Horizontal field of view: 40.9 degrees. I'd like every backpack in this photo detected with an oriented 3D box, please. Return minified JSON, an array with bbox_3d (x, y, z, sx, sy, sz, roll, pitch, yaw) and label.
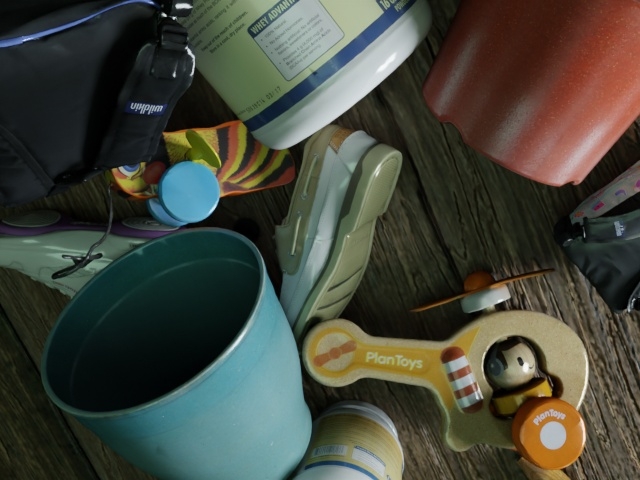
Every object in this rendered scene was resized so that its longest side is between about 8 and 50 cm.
[{"bbox_3d":[0.372,-0.021,0.977,0.182,0.115,0.152,-39,110,18],"label":"backpack"},{"bbox_3d":[-0.274,-0.159,0.821,0.276,0.263,0.213,-18,64,-17],"label":"backpack"}]

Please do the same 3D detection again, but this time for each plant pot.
[{"bbox_3d":[-0.139,0.167,1.012,0.271,0.272,0.255,-16,129,14],"label":"plant pot"},{"bbox_3d":[0.250,-0.217,0.867,0.272,0.272,0.265,29,119,-1],"label":"plant pot"}]

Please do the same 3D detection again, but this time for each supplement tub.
[{"bbox_3d":[0.032,0.307,1.101,0.144,0.200,0.144,3,109,9],"label":"supplement tub"},{"bbox_3d":[-0.065,-0.283,0.887,0.235,0.235,0.325,-35,104,19],"label":"supplement tub"}]

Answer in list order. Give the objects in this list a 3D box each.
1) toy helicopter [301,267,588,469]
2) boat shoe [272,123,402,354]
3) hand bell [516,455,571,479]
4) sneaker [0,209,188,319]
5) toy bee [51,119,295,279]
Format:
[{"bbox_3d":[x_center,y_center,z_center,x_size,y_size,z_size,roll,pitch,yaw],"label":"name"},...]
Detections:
[{"bbox_3d":[0.155,0.136,1.050,0.354,0.140,0.235,8,87,-5],"label":"toy helicopter"},{"bbox_3d":[0.000,0.000,1.061,0.103,0.113,0.302,32,116,21],"label":"boat shoe"},{"bbox_3d":[0.361,0.362,1.128,0.242,0.126,0.126,37,111,8],"label":"hand bell"},{"bbox_3d":[-0.315,0.042,1.115,0.305,0.114,0.152,5,109,8],"label":"sneaker"},{"bbox_3d":[-0.181,-0.091,0.990,0.195,0.298,0.162,-13,100,47],"label":"toy bee"}]
